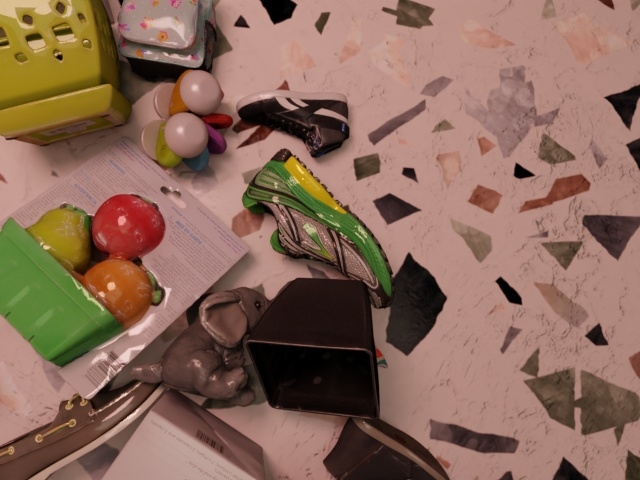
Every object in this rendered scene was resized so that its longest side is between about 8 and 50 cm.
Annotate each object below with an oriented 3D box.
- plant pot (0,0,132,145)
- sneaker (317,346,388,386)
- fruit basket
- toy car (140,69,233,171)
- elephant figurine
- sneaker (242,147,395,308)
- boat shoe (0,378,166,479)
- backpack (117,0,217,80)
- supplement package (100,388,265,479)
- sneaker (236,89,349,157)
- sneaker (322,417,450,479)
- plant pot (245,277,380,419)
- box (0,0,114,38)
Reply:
[{"bbox_3d":[-0.447,-0.281,0.793,0.228,0.227,0.207,-18,100,-11],"label":"plant pot"},{"bbox_3d":[0.053,0.254,0.873,0.161,0.057,0.075,-39,83,-14],"label":"sneaker"},{"bbox_3d":[-0.358,0.027,0.815,0.327,0.165,0.353,40,60,7],"label":"fruit basket"},{"bbox_3d":[-0.228,-0.207,0.872,0.136,0.159,0.181,24,76,-41],"label":"toy car"},{"bbox_3d":[-0.161,0.147,0.826,0.170,0.186,0.239,4,67,27],"label":"elephant figurine"},{"bbox_3d":[0.000,0.000,0.880,0.146,0.134,0.343,-44,81,-4],"label":"sneaker"},{"bbox_3d":[-0.398,0.300,0.777,0.305,0.109,0.091,-34,92,-7],"label":"boat shoe"},{"bbox_3d":[-0.276,-0.404,0.882,0.166,0.144,0.188,7,78,-1],"label":"backpack"},{"bbox_3d":[-0.241,0.407,0.737,0.199,0.198,0.262,35,79,-2],"label":"supplement package"},{"bbox_3d":[-0.047,-0.216,0.916,0.217,0.079,0.121,-5,81,-10],"label":"sneaker"},{"bbox_3d":[0.118,0.404,0.860,0.222,0.083,0.118,35,94,-5],"label":"sneaker"},{"bbox_3d":[0.009,0.164,0.793,0.188,0.187,0.166,2,42,15],"label":"plant pot"},{"bbox_3d":[-0.571,-0.458,0.809,0.346,0.215,0.168,-20,85,-11],"label":"box"}]
